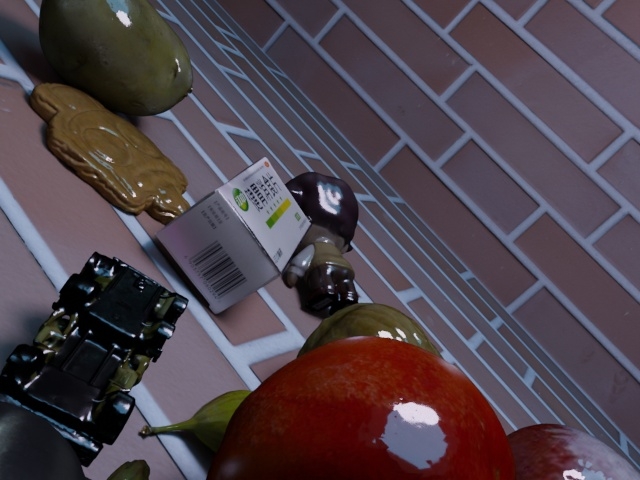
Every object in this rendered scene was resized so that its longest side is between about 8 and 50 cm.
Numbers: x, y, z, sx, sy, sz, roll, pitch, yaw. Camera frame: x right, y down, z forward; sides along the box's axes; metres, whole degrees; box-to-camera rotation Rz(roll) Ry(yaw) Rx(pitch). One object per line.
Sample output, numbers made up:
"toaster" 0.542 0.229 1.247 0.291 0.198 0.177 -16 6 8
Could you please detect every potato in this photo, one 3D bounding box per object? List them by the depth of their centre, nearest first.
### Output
"potato" -0.415 -0.385 1.250 0.326 0.243 0.220 47 42 -49

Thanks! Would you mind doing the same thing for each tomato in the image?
"tomato" 0.050 0.272 0.656 0.293 0.290 0.325 -30 101 -61

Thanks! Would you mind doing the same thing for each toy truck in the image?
"toy truck" -0.244 0.125 0.660 0.127 0.127 0.257 33 20 -12

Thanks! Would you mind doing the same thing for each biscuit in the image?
"biscuit" -0.370 -0.157 1.147 0.376 0.051 0.269 45 19 0

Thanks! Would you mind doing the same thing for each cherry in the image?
"cherry" 0.412 0.486 1.033 0.326 0.291 0.335 34 28 -6

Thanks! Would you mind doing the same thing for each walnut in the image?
"walnut" 0.090 0.232 0.970 0.283 0.283 0.227 42 -23 -7

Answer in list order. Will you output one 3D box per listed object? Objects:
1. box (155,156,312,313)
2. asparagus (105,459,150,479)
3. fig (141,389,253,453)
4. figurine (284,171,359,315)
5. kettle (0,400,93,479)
"box" -0.139 -0.025 1.139 0.173 0.145 0.333 56 17 -9
"asparagus" -0.187 0.286 0.507 0.080 0.080 0.287 38 22 -17
"fig" -0.127 0.216 0.769 0.166 0.093 0.093 30 22 -25
"figurine" -0.007 0.016 1.414 0.218 0.206 0.364 11 56 -21
"kettle" -0.194 0.234 0.341 0.321 0.228 0.324 26 18 -15
